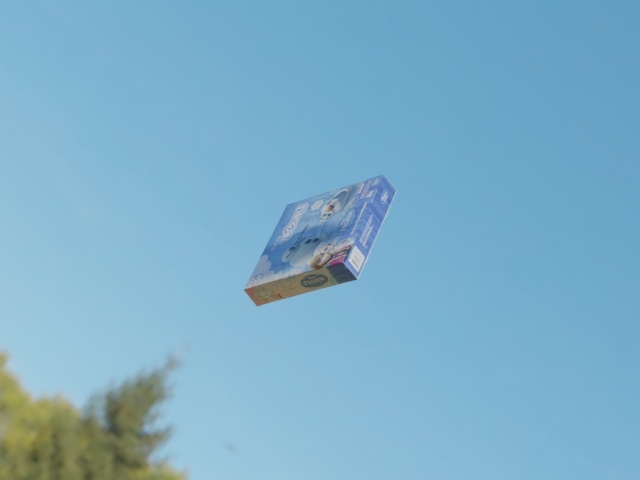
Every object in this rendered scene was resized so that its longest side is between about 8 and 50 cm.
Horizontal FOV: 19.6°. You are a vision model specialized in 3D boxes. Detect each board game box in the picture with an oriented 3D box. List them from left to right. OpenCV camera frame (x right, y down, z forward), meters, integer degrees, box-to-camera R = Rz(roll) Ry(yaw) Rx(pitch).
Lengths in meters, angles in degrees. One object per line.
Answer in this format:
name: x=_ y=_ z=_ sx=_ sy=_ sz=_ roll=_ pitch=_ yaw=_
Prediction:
board game box: x=0.000 y=0.000 z=1.278 sx=0.090 sy=0.090 sz=0.020 roll=-17 pitch=-57 yaw=37
